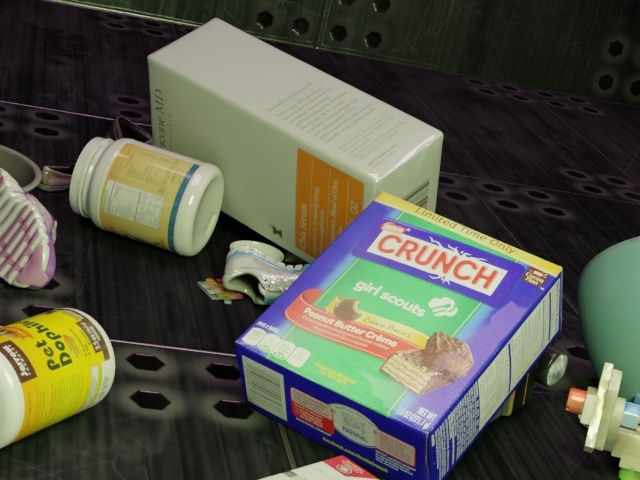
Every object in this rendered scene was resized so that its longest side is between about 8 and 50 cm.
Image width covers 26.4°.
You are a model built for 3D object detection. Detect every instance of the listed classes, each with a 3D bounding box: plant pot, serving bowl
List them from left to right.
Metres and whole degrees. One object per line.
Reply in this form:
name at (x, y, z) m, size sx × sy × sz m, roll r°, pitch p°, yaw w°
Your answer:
serving bowl at (-0.098, 0.028, 2.056) m, size 0.083 × 0.027 × 0.083 m, roll 12°, pitch 20°, yaw -4°
plant pot at (0.479, 0.150, 1.789) m, size 0.290 × 0.290 × 0.195 m, roll 12°, pitch 55°, yaw -2°

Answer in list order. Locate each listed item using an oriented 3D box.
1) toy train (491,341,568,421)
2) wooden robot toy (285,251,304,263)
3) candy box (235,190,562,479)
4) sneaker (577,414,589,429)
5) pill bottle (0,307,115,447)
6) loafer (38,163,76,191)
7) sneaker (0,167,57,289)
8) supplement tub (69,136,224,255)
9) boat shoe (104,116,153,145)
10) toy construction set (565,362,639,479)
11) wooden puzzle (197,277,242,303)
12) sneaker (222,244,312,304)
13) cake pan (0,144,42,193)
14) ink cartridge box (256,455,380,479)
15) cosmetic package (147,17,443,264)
toy train at (0.158, 0.121, 1.816) m, size 0.334 × 0.142 × 0.190 m, roll 26°, pitch 33°, yaw 34°
wooden robot toy at (0.000, 0.000, 2.166) m, size 0.079 × 0.076 × 0.173 m, roll 47°, pitch 40°, yaw -17°
candy box at (0.101, 0.112, 1.628) m, size 0.268 × 0.122 × 0.317 m, roll 23°, pitch 47°, yaw 27°
sneaker at (0.359, 0.240, 1.753) m, size 0.037 × 0.032 × 0.083 m, roll -4°, pitch 25°, yaw -41°
pill bottle at (-0.322, 0.148, 1.432) m, size 0.117 × 0.117 × 0.215 m, roll 22°, pitch 21°, yaw 24°
loafer at (-0.404, -0.106, 2.213) m, size 0.045 × 0.039 × 0.125 m, roll 24°, pitch 22°, yaw 31°
sneaker at (-0.402, -0.007, 1.876) m, size 0.104 × 0.095 × 0.236 m, roll 39°, pitch 8°, yaw -43°
supplement tub at (-0.260, -0.070, 2.047) m, size 0.199 × 0.144 × 0.144 m, roll 18°, pitch 20°, yaw 13°
boat shoe at (-0.280, -0.127, 2.274) m, size 0.103 × 0.092 × 0.285 m, roll -3°, pitch 25°, yaw -39°
toy construction set at (0.433, 0.260, 1.600) m, size 0.327 × 0.151 × 0.215 m, roll 27°, pitch 21°, yaw 7°
wooden puzzle at (-0.143, 0.070, 1.939) m, size 0.049 × 0.006 × 0.083 m, roll 0°, pitch 23°, yaw -34°
sneaker at (-0.051, 0.071, 1.929) m, size 0.190 × 0.071 × 0.083 m, roll 13°, pitch 32°, yaw 6°
cake pan at (-0.571, -0.097, 2.056) m, size 0.293 × 0.054 × 0.293 m, roll 12°, pitch 19°, yaw -4°
ink cartridge box at (0.002, 0.279, 1.360) m, size 0.150 × 0.063 × 0.109 m, roll -8°, pitch 28°, yaw -45°
cosmetic package at (-0.047, -0.133, 2.062) m, size 0.453 × 0.230 × 0.161 m, roll 30°, pitch 48°, yaw 29°
